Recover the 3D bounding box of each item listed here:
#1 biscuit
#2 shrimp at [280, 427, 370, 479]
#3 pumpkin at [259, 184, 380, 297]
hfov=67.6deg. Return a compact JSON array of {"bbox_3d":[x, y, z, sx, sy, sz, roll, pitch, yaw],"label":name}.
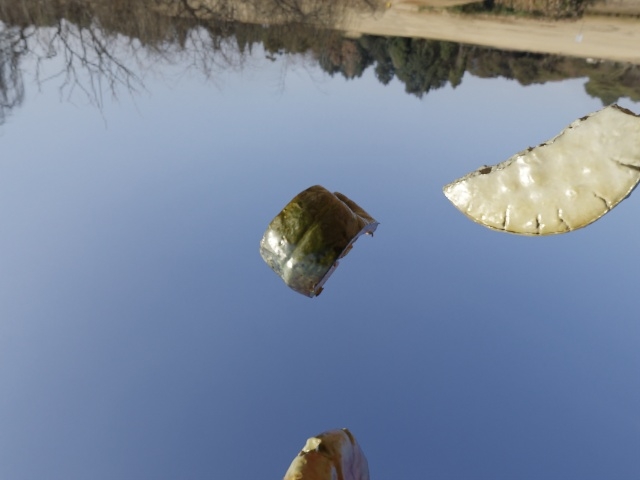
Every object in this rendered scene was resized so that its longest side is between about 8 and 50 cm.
[{"bbox_3d":[0.325,-0.076,0.670,0.290,0.141,0.038,-26,179,34],"label":"biscuit"},{"bbox_3d":[-0.019,0.278,0.373,0.062,0.153,0.294,-10,-164,33],"label":"shrimp"},{"bbox_3d":[0.001,0.001,0.947,0.139,0.190,0.280,39,-169,13],"label":"pumpkin"}]
